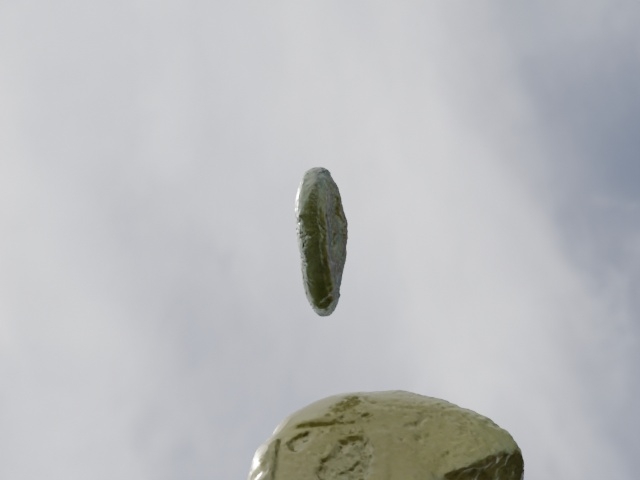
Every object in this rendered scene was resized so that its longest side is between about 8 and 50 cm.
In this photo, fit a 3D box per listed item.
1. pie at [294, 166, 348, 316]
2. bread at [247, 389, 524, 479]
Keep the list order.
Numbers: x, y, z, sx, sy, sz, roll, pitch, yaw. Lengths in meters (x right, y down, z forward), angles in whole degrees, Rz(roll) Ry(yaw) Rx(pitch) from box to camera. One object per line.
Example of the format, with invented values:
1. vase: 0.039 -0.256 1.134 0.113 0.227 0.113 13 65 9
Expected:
1. pie: 0.000 0.001 0.995 0.021 0.084 0.084 -4 -62 10
2. bread: 0.024 0.137 0.947 0.156 0.125 0.086 -26 -45 -28
